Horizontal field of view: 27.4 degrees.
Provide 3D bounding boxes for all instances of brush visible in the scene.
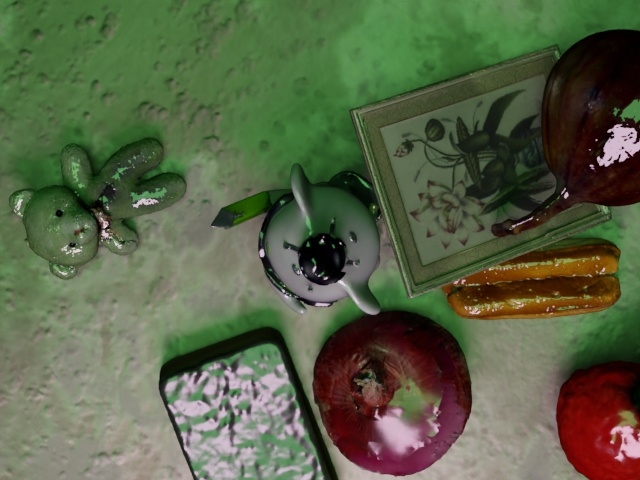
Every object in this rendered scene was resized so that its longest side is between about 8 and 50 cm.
[{"bbox_3d":[-0.062,0.188,1.203,0.123,0.059,0.197,-21,94,0],"label":"brush"}]

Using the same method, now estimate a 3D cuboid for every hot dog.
[{"bbox_3d":[0.191,0.036,1.197,0.165,0.045,0.071,-4,96,1],"label":"hot dog"}]

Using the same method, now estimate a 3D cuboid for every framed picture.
[{"bbox_3d":[0.145,-0.064,1.153,0.231,0.010,0.173,-21,95,-27],"label":"framed picture"}]

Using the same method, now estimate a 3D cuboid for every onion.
[{"bbox_3d":[0.060,0.131,1.159,0.150,0.140,0.150,-1,79,7],"label":"onion"}]

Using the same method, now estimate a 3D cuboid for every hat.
[{"bbox_3d":[0.359,0.123,1.128,0.332,0.274,0.242,-10,84,29],"label":"hat"}]

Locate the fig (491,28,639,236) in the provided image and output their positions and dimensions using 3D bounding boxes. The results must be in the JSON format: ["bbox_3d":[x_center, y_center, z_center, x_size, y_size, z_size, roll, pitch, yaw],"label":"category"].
[{"bbox_3d":[0.253,-0.095,1.116,0.148,0.202,0.149,19,139,29],"label":"fig"}]

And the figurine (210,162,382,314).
[{"bbox_3d":[0.000,0.000,1.121,0.126,0.192,0.147,-36,97,7],"label":"figurine"}]

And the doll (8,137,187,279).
[{"bbox_3d":[-0.199,-0.035,1.184,0.150,0.077,0.115,-34,104,-8],"label":"doll"}]
